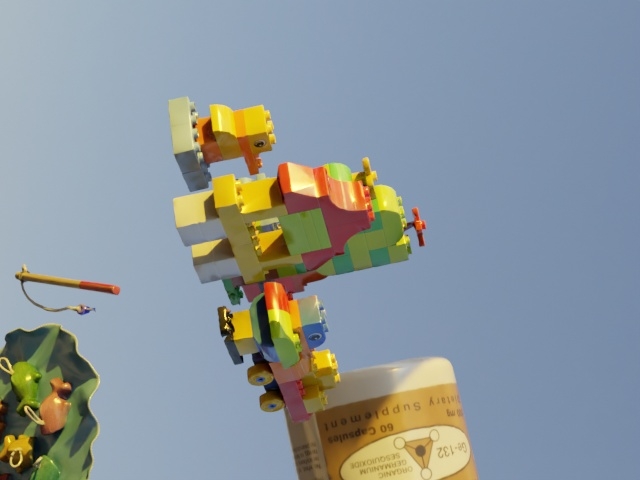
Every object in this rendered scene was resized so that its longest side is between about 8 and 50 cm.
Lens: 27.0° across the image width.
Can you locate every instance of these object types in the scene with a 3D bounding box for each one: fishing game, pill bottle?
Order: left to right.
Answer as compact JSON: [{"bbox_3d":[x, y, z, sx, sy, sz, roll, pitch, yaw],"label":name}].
[{"bbox_3d":[-0.239,0.149,1.034,0.189,0.041,0.264,6,-101,45],"label":"fishing game"},{"bbox_3d":[0.056,0.207,0.966,0.131,0.131,0.229,-28,-108,56],"label":"pill bottle"}]

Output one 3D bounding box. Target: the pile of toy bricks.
[{"bbox_3d":[0.000,0.000,0.656,0.212,0.105,0.118,74,5,-56],"label":"pile of toy bricks"}]
